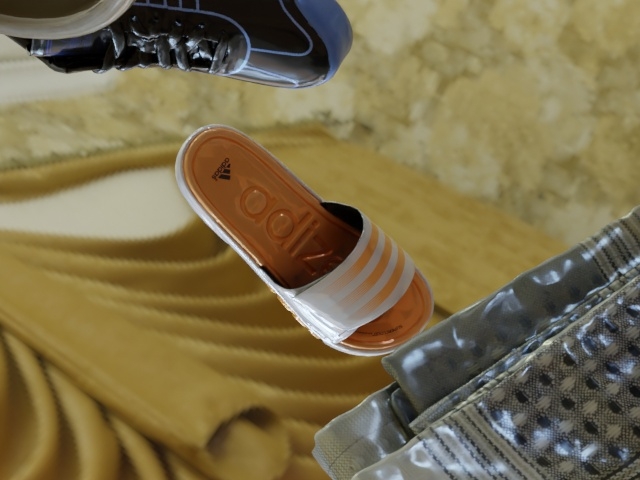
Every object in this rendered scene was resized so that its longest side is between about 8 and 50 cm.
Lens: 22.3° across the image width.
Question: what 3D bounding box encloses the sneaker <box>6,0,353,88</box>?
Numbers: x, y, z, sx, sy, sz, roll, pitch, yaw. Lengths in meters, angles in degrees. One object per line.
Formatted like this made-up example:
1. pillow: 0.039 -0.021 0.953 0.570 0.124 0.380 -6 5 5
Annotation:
1. sneaker: -0.101 -0.122 0.895 0.081 0.232 0.090 106 -178 -47

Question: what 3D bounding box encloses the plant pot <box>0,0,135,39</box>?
1. plant pot: -0.133 -0.285 0.628 0.280 0.323 0.323 -57 -28 -21

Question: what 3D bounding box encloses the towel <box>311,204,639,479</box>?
1. towel: 0.200 0.119 0.811 0.312 0.324 0.056 -33 -34 -21

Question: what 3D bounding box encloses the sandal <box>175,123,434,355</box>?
1. sandal: -0.007 0.008 1.312 0.265 0.076 0.102 39 -99 -22
